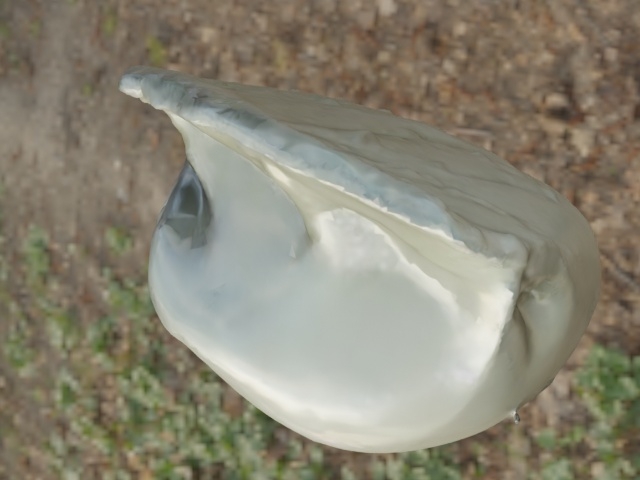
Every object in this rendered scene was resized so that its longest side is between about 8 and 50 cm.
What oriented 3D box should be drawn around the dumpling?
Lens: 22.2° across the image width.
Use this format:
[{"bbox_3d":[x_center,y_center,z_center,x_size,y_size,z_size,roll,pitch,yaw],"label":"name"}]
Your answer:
[{"bbox_3d":[0.000,-0.001,0.463,0.092,0.150,0.176,-60,-2,16],"label":"dumpling"}]
